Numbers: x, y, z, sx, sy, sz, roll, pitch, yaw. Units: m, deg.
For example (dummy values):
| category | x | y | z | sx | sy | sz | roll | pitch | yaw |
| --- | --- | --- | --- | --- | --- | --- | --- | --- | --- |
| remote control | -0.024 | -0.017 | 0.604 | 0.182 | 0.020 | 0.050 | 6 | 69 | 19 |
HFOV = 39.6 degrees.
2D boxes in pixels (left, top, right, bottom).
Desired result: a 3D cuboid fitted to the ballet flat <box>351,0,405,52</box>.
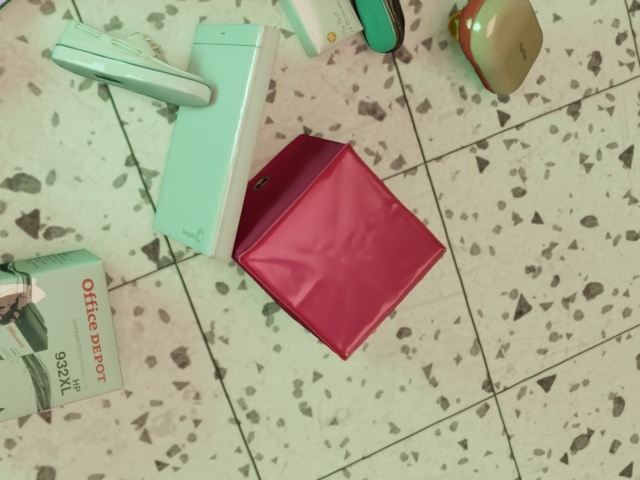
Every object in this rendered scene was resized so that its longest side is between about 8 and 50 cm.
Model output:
| category | x | y | z | sx | sy | sz | roll | pitch | yaw |
| --- | --- | --- | --- | --- | --- | --- | --- | --- | --- |
| ballet flat | 0.082 | -0.461 | 1.527 | 0.096 | 0.095 | 0.280 | -52 | 131 | -51 |

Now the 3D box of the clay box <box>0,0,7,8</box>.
| category | x | y | z | sx | sy | sz | roll | pitch | yaw |
| --- | --- | --- | --- | --- | --- | --- | --- | --- | --- |
| clay box | -0.534 | -0.465 | 1.341 | 0.127 | 0.053 | 0.222 | -44 | 111 | -9 |

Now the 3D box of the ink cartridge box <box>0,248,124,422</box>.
| category | x | y | z | sx | sy | sz | roll | pitch | yaw |
| --- | --- | --- | --- | --- | --- | --- | --- | --- | --- |
| ink cartridge box | -0.486 | 0.156 | 1.395 | 0.307 | 0.129 | 0.223 | -12 | 103 | -27 |

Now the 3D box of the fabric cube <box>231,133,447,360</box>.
| category | x | y | z | sx | sy | sz | roll | pitch | yaw |
| --- | --- | --- | --- | --- | --- | --- | --- | --- | --- |
| fabric cube | 0.000 | 0.000 | 1.488 | 0.254 | 0.258 | 0.259 | -46 | 109 | -5 |

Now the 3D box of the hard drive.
| category | x | y | z | sx | sy | sz | roll | pitch | yaw |
| --- | --- | --- | --- | --- | --- | --- | --- | --- | --- |
| hard drive | -0.172 | -0.166 | 1.416 | 0.047 | 0.233 | 0.353 | 9 | 96 | -34 |

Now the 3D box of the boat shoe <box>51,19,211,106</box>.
| category | x | y | z | sx | sy | sz | roll | pitch | yaw |
| --- | --- | --- | --- | --- | --- | --- | --- | --- | --- |
| boat shoe | -0.289 | -0.282 | 1.396 | 0.267 | 0.096 | 0.088 | 17 | 82 | 16 |

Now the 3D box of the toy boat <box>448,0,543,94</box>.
| category | x | y | z | sx | sy | sz | roll | pitch | yaw |
| --- | --- | --- | --- | --- | --- | --- | --- | --- | --- |
| toy boat | 0.296 | -0.369 | 1.588 | 0.151 | 0.151 | 0.231 | -60 | 153 | -1 |

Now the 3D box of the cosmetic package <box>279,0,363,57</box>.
| category | x | y | z | sx | sy | sz | roll | pitch | yaw |
| --- | --- | --- | --- | --- | --- | --- | --- | --- | --- |
| cosmetic package | -0.028 | -0.441 | 1.508 | 0.099 | 0.060 | 0.239 | -33 | 107 | -10 |
